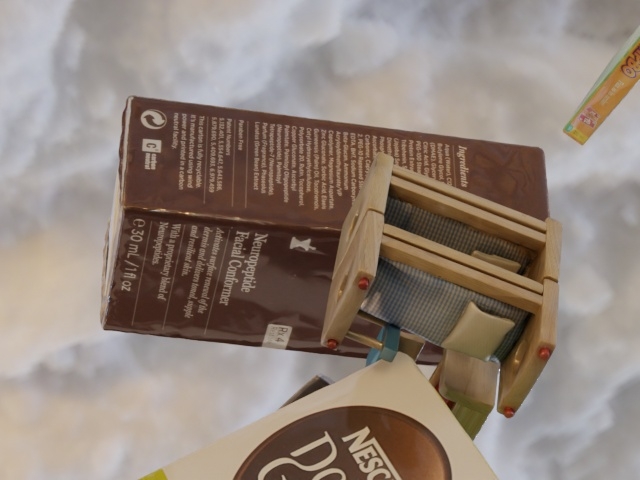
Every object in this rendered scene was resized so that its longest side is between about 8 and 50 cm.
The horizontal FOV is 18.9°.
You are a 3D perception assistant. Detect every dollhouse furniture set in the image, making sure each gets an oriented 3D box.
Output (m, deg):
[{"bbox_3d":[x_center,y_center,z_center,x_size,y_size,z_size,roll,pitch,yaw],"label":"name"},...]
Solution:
[{"bbox_3d":[0.056,0.071,1.215,0.129,0.129,0.184,21,127,-6],"label":"dollhouse furniture set"}]

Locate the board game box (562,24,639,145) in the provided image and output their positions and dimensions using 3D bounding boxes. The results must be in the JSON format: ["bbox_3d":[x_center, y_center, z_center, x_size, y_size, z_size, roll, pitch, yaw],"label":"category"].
[{"bbox_3d":[0.334,-0.203,1.957,0.124,0.039,0.259,-53,176,-29],"label":"board game box"}]

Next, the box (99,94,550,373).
[{"bbox_3d":[0.000,0.000,1.733,0.381,0.143,0.191,5,142,-9],"label":"box"}]

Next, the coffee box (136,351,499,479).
[{"bbox_3d":[0.011,0.339,1.140,0.334,0.338,0.338,-25,131,-8],"label":"coffee box"}]

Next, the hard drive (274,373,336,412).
[{"bbox_3d":[-0.021,0.259,1.867,0.172,0.054,0.255,37,106,-9],"label":"hard drive"}]
